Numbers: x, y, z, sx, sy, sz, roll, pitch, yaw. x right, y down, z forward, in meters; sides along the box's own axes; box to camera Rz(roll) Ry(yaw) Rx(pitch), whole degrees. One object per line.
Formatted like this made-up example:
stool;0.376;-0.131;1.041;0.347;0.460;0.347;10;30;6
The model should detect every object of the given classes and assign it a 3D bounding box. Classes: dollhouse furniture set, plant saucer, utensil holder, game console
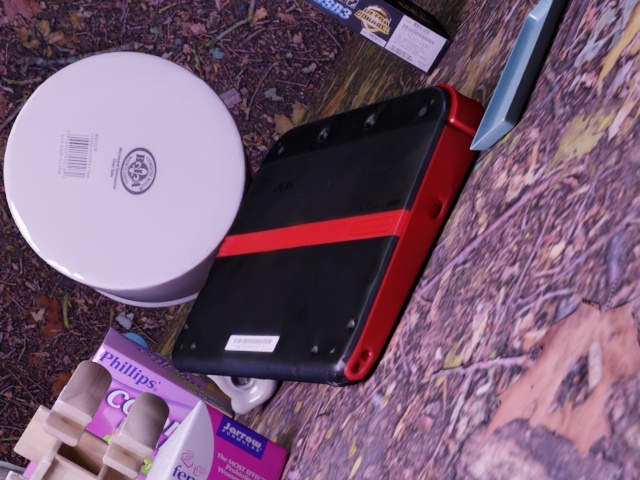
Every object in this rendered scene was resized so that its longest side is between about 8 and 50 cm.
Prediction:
dollhouse furniture set;-0.233;0.267;1.290;0.212;0.242;0.161;-55;9;25
plant saucer;0.197;-0.169;1.063;0.192;0.018;0.067;-65;10;-29
utensil holder;-0.248;-0.072;1.533;0.327;0.328;0.385;-60;1;-6
game console;0.000;0.000;1.190;0.386;0.060;0.342;-8;54;57

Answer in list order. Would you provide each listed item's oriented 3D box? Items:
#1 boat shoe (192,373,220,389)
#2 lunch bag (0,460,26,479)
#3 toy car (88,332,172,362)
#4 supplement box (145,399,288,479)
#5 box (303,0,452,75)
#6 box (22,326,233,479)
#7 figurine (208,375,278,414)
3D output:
boat shoe;-0.168;0.208;1.742;0.226;0.083;0.075;108;178;-74
lunch bag;-0.414;0.461;1.607;0.235;0.287;0.169;-83;5;-73
toy car;-0.368;0.316;2.306;0.238;0.210;0.219;-14;23;38
supplement box;-0.128;0.285;1.058;0.114;0.111;0.220;-52;11;38
box;0.054;-0.379;1.693;0.073;0.293;0.295;-56;8;16
box;-0.278;0.290;1.577;0.243;0.213;0.117;-58;8;2
figurine;-0.057;0.103;1.428;0.215;0.092;0.209;-58;0;11
